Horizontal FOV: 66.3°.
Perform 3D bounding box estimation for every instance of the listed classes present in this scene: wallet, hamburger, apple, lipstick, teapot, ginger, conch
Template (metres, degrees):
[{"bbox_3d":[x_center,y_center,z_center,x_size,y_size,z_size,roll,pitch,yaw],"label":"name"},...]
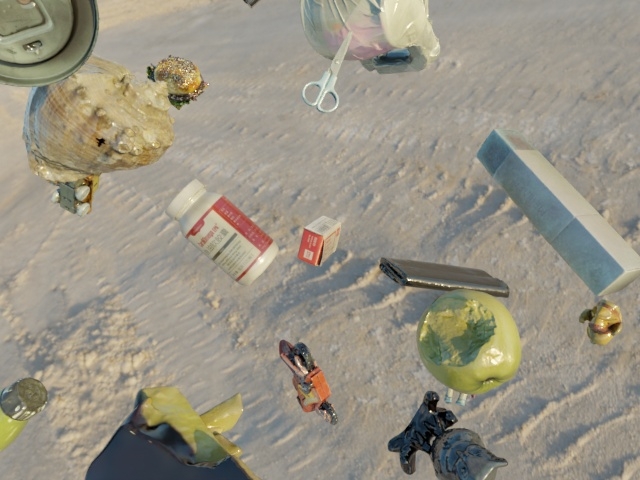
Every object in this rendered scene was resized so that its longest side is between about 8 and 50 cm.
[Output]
[{"bbox_3d":[0.425,0.125,1.704,0.406,0.062,0.228,7,11,-17],"label":"wallet"},{"bbox_3d":[-0.439,-0.490,1.485,0.189,0.093,0.164,23,58,2],"label":"hamburger"},{"bbox_3d":[0.393,0.273,1.312,0.279,0.279,0.279,-19,37,15],"label":"apple"},{"bbox_3d":[0.436,-0.067,0.922,0.080,0.076,0.371,-5,51,-30],"label":"lipstick"},{"bbox_3d":[0.083,-0.344,0.783,0.178,0.221,0.163,23,55,39],"label":"teapot"},{"bbox_3d":[-0.229,0.484,0.879,0.358,0.211,0.413,-2,75,24],"label":"ginger"},{"bbox_3d":[-0.496,-0.264,1.056,0.352,0.297,0.210,-37,8,-10],"label":"conch"}]

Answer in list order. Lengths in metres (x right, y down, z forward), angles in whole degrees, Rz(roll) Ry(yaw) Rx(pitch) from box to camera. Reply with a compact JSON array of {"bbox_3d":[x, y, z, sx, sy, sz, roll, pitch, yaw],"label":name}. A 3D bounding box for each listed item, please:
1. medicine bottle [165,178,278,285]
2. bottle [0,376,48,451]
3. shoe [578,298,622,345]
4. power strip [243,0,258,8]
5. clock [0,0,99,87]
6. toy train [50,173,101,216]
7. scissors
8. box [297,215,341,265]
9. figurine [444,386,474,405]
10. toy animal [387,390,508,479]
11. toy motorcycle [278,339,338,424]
[{"bbox_3d":[-0.223,-0.018,1.120,0.131,0.250,0.131,-47,9,9],"label":"medicine bottle"},{"bbox_3d":[-0.606,0.334,0.884,0.260,0.112,0.112,-33,34,14],"label":"bottle"},{"bbox_3d":[0.545,0.159,0.954,0.072,0.109,0.069,35,78,23],"label":"shoe"},{"bbox_3d":[-0.122,-0.424,0.846,0.029,0.038,0.111,-39,22,9],"label":"power strip"},{"bbox_3d":[-0.412,-0.317,0.655,0.215,0.215,0.042,-30,41,0],"label":"clock"},{"bbox_3d":[-0.609,-0.146,1.242,0.219,0.089,0.127,-50,12,52],"label":"toy train"},{"bbox_3d":[0.012,-0.158,0.454,0.083,0.036,0.006,-64,6,-4],"label":"scissors"},{"bbox_3d":[0.000,0.000,1.842,0.099,0.133,0.182,21,25,16],"label":"box"},{"bbox_3d":[0.419,0.372,1.510,0.205,0.103,0.260,1,64,39],"label":"figurine"},{"bbox_3d":[0.190,0.314,0.681,0.121,0.117,0.210,-44,11,-10],"label":"toy animal"},{"bbox_3d":[-0.038,0.457,1.572,0.089,0.298,0.171,-27,11,-26],"label":"toy motorcycle"}]
